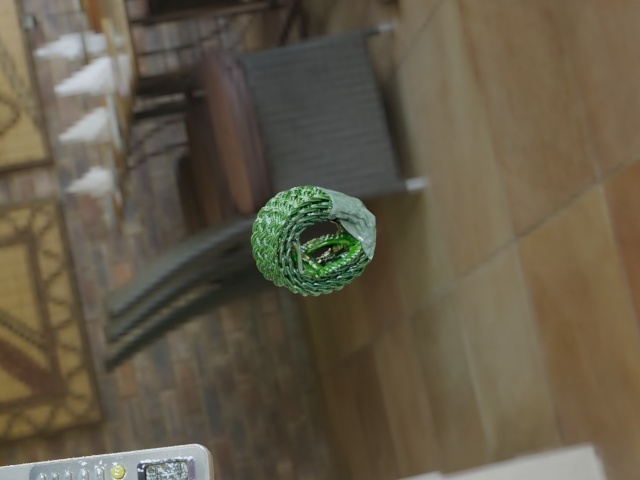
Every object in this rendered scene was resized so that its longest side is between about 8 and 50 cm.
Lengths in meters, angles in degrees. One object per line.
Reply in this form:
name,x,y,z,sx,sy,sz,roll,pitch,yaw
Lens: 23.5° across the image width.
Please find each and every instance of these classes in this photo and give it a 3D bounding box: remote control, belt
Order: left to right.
remote control,-0.236,0.281,1.646,0.034,0.250,0.103,58,-154,-73
belt,0.000,0.000,1.780,0.079,0.151,0.121,18,117,52
